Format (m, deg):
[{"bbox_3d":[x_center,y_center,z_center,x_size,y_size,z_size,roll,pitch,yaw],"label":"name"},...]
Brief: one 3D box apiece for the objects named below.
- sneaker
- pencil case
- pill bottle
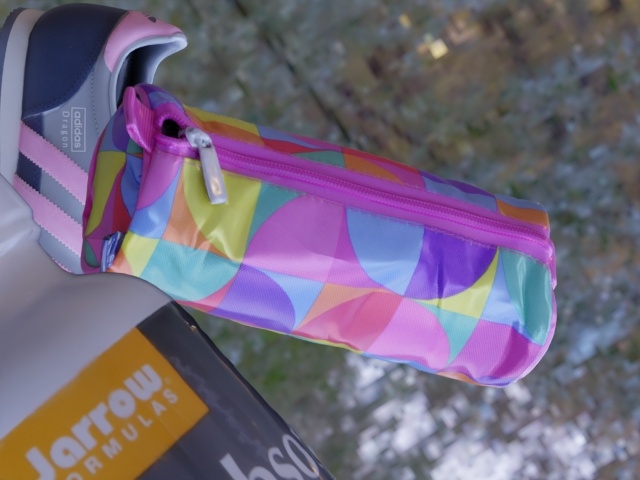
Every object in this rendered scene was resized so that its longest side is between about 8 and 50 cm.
[{"bbox_3d":[-0.153,-0.008,1.291,0.131,0.319,0.112,-2,179,13],"label":"sneaker"},{"bbox_3d":[0.000,0.000,0.885,0.104,0.236,0.104,-48,-146,48],"label":"pencil case"},{"bbox_3d":[-0.073,0.113,0.619,0.162,0.278,0.162,-42,180,0],"label":"pill bottle"}]
